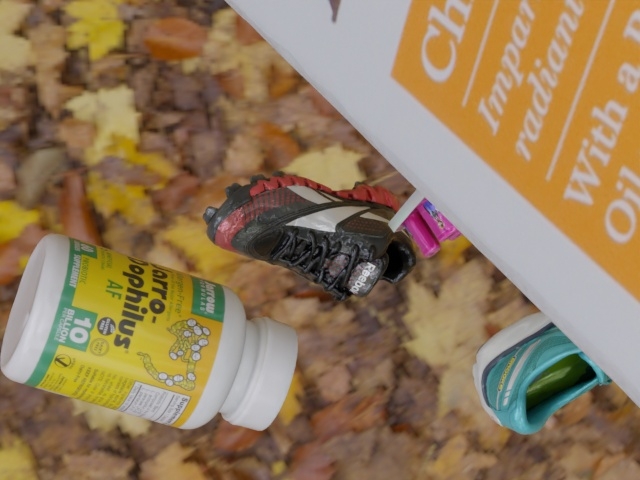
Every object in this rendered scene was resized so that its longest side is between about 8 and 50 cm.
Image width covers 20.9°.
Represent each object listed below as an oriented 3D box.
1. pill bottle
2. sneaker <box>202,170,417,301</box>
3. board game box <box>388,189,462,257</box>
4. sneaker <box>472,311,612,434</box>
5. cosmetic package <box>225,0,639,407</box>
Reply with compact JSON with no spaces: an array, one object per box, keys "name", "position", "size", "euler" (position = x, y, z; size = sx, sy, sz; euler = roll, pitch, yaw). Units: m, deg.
[{"name":"pill bottle","position":[-0.129,0.078,1.335],"size":[0.208,0.117,0.117],"euler":[19,106,-17]},{"name":"sneaker","position":[0.000,0.000,1.904],"size":[0.097,0.276,0.135],"euler":[-54,51,31]},{"name":"board game box","position":[0.274,-0.148,1.472],"size":[0.050,0.390,0.390],"euler":[56,155,8]},{"name":"sneaker","position":[0.282,0.097,1.731],"size":[0.275,0.110,0.107],"euler":[-40,119,2]},{"name":"cosmetic package","position":[0.067,-0.160,0.462],"size":[0.453,0.161,0.230],"euler":[47,129,46]}]
